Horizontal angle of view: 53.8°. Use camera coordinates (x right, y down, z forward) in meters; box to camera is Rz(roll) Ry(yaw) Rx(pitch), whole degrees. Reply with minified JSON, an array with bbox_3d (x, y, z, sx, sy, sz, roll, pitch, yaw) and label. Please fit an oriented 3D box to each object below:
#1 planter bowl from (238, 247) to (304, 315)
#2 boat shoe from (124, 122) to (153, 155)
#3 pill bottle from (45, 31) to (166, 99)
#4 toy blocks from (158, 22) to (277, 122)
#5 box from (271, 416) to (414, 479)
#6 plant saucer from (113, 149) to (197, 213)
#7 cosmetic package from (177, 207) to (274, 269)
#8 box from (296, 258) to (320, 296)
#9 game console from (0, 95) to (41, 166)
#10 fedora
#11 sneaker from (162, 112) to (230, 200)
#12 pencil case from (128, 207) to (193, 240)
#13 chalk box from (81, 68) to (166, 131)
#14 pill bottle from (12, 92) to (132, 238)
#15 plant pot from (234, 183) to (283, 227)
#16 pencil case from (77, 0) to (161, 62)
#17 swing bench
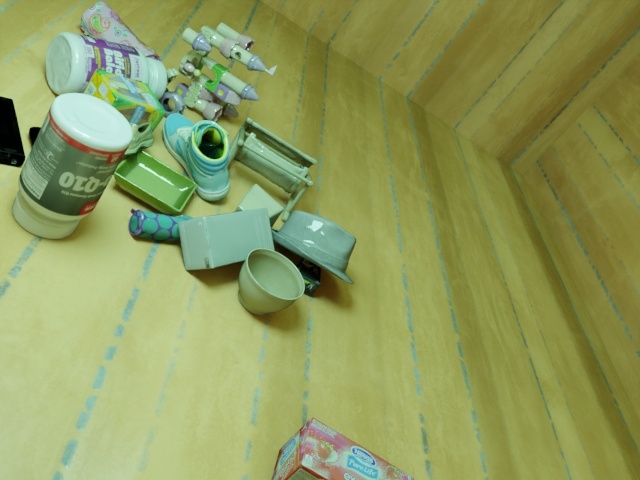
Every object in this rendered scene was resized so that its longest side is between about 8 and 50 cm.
[{"bbox_3d":[-0.134,0.115,1.540,0.162,0.109,0.162,27,31,-18],"label":"planter bowl"},{"bbox_3d":[-0.490,-0.268,1.621,0.068,0.072,0.190,16,23,5],"label":"boat shoe"},{"bbox_3d":[-0.592,-0.471,1.774,0.301,0.169,0.169,-4,51,-49],"label":"pill bottle"},{"bbox_3d":[-0.314,-0.495,1.992,0.260,0.288,0.309,35,26,3],"label":"toy blocks"},{"bbox_3d":[0.044,0.478,1.225,0.257,0.128,0.122,33,30,-9],"label":"box"},{"bbox_3d":[-0.427,-0.143,1.619,0.188,0.045,0.188,32,24,-11],"label":"plant saucer"},{"bbox_3d":[-0.229,-0.006,1.565,0.238,0.107,0.127,-10,93,-52],"label":"cosmetic package"},{"bbox_3d":[-0.038,0.100,1.725,0.062,0.052,0.083,28,32,-17],"label":"box"},{"bbox_3d":[-0.675,-0.251,1.510,0.361,0.044,0.213,8,42,-43],"label":"game console"},{"bbox_3d":[0.000,0.000,1.741,0.275,0.124,0.244,29,2,13],"label":"fedora"},{"bbox_3d":[-0.339,-0.287,1.744,0.127,0.208,0.319,-25,64,-27],"label":"sneaker"},{"bbox_3d":[-0.380,-0.036,1.520,0.152,0.064,0.070,8,58,-43],"label":"pencil case"},{"bbox_3d":[-0.522,-0.351,1.713,0.213,0.132,0.132,4,43,-54],"label":"chalk box"},{"bbox_3d":[-0.516,-0.145,1.297,0.161,0.283,0.161,28,31,-19],"label":"pill bottle"},{"bbox_3d":[-0.187,-0.070,1.747,0.109,0.109,0.096,42,42,5],"label":"plant pot"},{"bbox_3d":[-0.636,-0.627,1.997,0.284,0.124,0.124,44,30,10],"label":"pencil case"},{"bbox_3d":[-0.157,-0.235,1.938,0.253,0.165,0.254,30,31,-15],"label":"swing bench"}]
